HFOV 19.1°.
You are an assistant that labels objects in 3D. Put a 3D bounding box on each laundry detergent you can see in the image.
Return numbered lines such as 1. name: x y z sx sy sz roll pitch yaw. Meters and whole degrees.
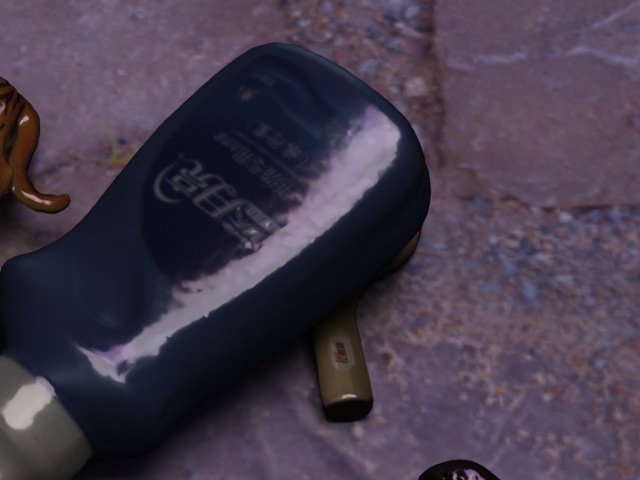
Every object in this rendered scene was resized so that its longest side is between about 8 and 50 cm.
1. laundry detergent: -0.080 0.021 0.989 0.143 0.094 0.290 35 63 27

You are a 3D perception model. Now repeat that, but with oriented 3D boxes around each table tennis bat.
1. table tennis bat: 0.000 0.000 1.074 0.131 0.022 0.234 -4 50 -9

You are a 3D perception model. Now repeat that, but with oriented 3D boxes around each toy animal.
1. toy animal: -0.237 -0.081 1.092 0.241 0.057 0.099 24 53 15

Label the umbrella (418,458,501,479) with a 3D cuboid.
1. umbrella: 0.147 0.182 0.911 0.071 0.071 0.248 -33 62 -27
